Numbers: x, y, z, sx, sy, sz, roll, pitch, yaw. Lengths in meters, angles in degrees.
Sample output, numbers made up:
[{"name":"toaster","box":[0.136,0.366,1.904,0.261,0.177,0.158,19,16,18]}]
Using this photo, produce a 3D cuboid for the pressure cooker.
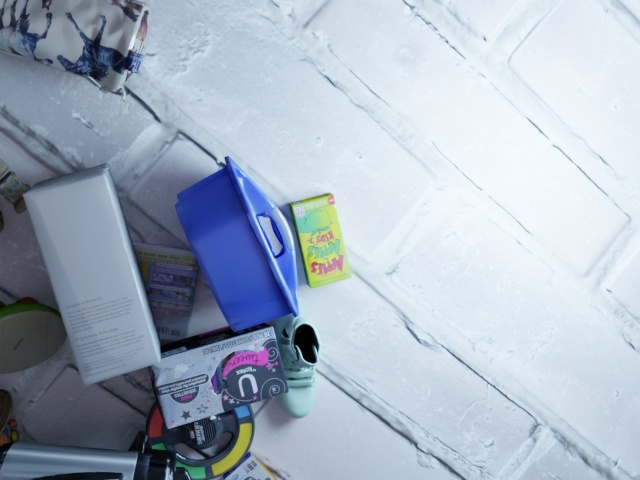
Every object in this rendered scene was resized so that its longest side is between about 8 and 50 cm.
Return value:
[{"name":"pressure cooker","box":[-0.434,0.571,1.650,0.420,0.375,0.370,8,109,-8]}]

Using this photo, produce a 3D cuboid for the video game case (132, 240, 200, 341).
[{"name":"video game case","box":[-0.360,0.101,1.767,0.212,0.023,0.193,9,98,-13]}]

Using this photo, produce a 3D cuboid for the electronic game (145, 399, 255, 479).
[{"name":"electronic game","box":[-0.251,0.396,1.833,0.229,0.048,0.229,-2,101,-12]}]

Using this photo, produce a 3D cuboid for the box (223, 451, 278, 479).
[{"name":"box","box":[-0.147,0.522,1.890,0.081,0.028,0.136,-41,108,-3]}]

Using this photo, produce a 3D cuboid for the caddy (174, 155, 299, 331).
[{"name":"caddy","box":[-0.144,0.007,1.689,0.179,0.241,0.341,-23,105,-1]}]

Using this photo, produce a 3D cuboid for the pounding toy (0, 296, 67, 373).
[{"name":"pounding toy","box":[-0.610,0.171,1.667,0.236,0.110,0.183,-32,147,0]}]

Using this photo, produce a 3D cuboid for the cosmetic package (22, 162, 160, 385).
[{"name":"cosmetic package","box":[-0.418,0.055,1.633,0.155,0.197,0.366,-17,101,-7]}]

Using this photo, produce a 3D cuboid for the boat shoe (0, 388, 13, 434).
[{"name":"boat shoe","box":[-0.664,0.371,1.697,0.064,0.060,0.178,31,82,10]}]

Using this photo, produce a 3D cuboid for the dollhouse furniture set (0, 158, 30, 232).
[{"name":"dollhouse furniture set","box":[-0.673,-0.067,1.567,0.242,0.161,0.212,-44,122,-2]}]

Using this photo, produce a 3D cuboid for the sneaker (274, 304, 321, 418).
[{"name":"sneaker","box":[-0.048,0.268,1.802,0.094,0.151,0.256,-7,103,-13]}]

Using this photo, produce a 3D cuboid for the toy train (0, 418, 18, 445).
[{"name":"toy train","box":[-0.680,0.417,1.740,0.125,0.046,0.166,32,92,-16]}]

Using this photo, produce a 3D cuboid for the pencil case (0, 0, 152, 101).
[{"name":"pencil case","box":[-0.519,-0.392,1.569,0.410,0.160,0.184,13,82,-15]}]

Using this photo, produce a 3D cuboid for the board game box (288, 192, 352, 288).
[{"name":"board game box","box":[0.000,0.000,1.819,0.092,0.043,0.181,-15,103,-10]}]

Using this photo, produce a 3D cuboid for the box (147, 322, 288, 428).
[{"name":"box","box":[-0.208,0.261,1.728,0.247,0.163,0.142,-16,95,-15]}]
